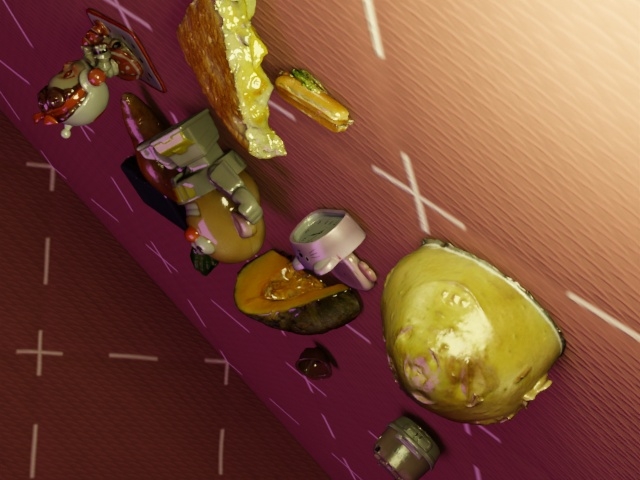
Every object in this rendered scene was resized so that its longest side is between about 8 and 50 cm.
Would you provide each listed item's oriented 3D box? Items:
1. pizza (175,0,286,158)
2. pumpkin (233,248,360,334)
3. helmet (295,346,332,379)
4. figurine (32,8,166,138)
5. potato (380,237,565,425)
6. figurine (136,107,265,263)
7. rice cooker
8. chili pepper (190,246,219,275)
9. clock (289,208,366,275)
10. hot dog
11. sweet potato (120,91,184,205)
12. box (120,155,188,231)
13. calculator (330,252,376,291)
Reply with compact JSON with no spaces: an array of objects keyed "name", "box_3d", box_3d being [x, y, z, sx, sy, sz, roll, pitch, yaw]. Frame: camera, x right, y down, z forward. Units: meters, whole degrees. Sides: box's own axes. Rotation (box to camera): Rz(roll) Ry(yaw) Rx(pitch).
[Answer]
[{"name":"pizza","box_3d":[-0.115,-0.263,1.292,0.279,0.075,0.287,60,160,19]},{"name":"pumpkin","box_3d":[-0.056,0.144,1.937,0.312,0.169,0.148,21,147,55]},{"name":"helmet","box_3d":[-0.014,0.299,2.381,0.089,0.057,0.111,-10,141,18]},{"name":"figurine","box_3d":[-0.451,-0.294,1.801,0.183,0.226,0.160,33,159,39]},{"name":"potato","box_3d":[0.174,0.146,1.358,0.246,0.196,0.300,54,164,-18]},{"name":"figurine","box_3d":[-0.202,-0.088,1.754,0.284,0.167,0.342,59,-178,-15]},{"name":"rice cooker","box_3d":[0.196,0.489,2.195,0.145,0.127,0.206,42,171,14]},{"name":"chili pepper","box_3d":[-0.293,0.032,2.418,0.074,0.100,0.257,22,160,-2]},{"name":"clock","box_3d":[0.000,0.000,1.581,0.050,0.110,0.153,51,163,-19]},{"name":"hot dog","box_3d":[-0.008,-0.195,1.293,0.133,0.041,0.056,35,168,17]},{"name":"sweet potato","box_3d":[-0.329,-0.162,2.017,0.359,0.112,0.112,52,163,-27]},{"name":"box","box_3d":[-0.403,-0.115,2.391,0.230,0.050,0.160,32,158,41]},{"name":"calculator","box_3d":[0.049,0.050,1.723,0.103,0.024,0.166,53,163,-20]}]
